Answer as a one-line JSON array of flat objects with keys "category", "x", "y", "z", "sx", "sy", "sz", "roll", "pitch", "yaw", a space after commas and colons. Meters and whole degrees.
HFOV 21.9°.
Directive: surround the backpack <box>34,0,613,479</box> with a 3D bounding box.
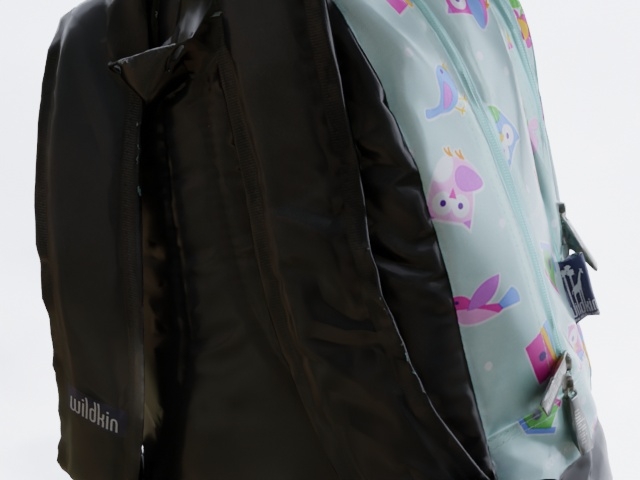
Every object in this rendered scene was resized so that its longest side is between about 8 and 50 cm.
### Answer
[{"category": "backpack", "x": 0.000, "y": 0.000, "z": 0.451, "sx": 0.152, "sy": 0.115, "sz": 0.182, "roll": -5, "pitch": -73, "yaw": 29}]
